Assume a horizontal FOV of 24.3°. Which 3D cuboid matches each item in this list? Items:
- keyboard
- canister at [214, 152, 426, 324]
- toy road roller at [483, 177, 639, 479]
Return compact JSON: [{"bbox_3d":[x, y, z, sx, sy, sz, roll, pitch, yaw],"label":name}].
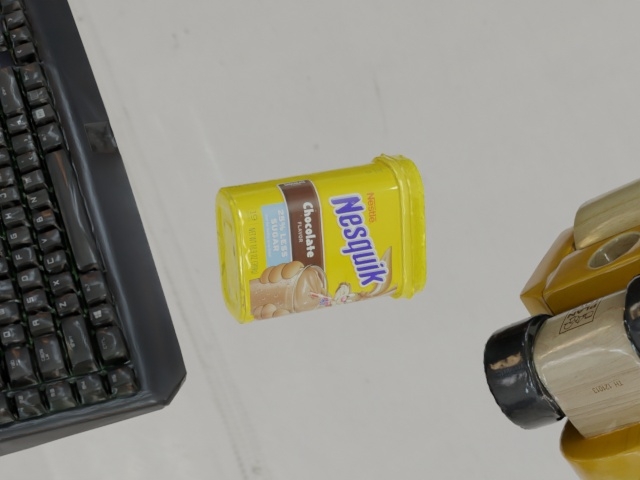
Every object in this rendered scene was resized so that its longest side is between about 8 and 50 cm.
[{"bbox_3d":[-0.194,-0.026,0.692,0.201,0.033,0.317,-16,50,-9],"label":"keyboard"},{"bbox_3d":[0.000,0.000,1.283,0.170,0.073,0.126,-10,110,-20],"label":"canister"},{"bbox_3d":[0.313,0.099,1.313,0.202,0.329,0.240,-25,107,38],"label":"toy road roller"}]
